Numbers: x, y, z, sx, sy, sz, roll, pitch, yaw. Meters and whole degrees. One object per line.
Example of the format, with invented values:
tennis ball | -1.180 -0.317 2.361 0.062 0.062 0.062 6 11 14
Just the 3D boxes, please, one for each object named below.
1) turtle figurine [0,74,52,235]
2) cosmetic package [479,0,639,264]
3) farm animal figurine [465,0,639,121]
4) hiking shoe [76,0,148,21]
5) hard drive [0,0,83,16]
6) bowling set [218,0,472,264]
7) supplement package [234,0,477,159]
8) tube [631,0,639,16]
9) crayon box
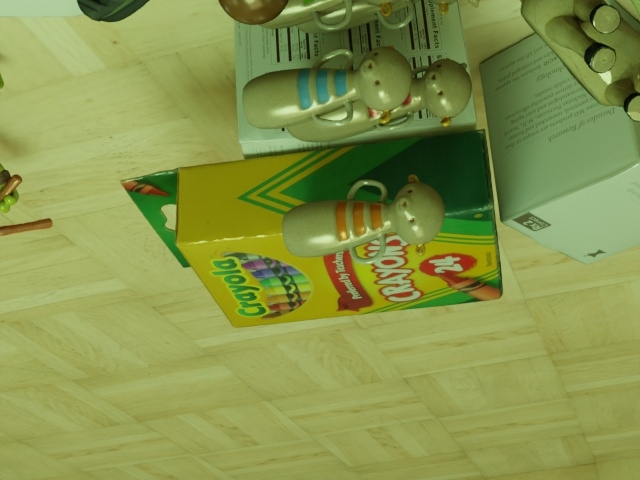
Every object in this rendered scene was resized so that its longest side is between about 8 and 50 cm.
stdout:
turtle figurine | -0.374 -0.101 1.103 0.270 0.087 0.217 17 140 -19
cosmetic package | 0.263 -0.099 1.080 0.151 0.183 0.151 -26 146 38
farm animal figurine | 0.139 -0.255 0.732 0.327 0.172 0.330 4 115 -14
hiking shoe | -0.078 -0.231 0.829 0.227 0.086 0.114 -39 149 15
hard drive | -0.279 -0.275 0.743 0.233 0.047 0.353 -1 153 -8
bowling set | 0.024 -0.139 0.846 0.154 0.287 0.200 -8 157 18
supplement package | 0.034 -0.113 1.058 0.203 0.149 0.194 -5 154 2
tube | 0.327 -0.176 0.981 0.062 0.070 0.240 -44 119 -2
crayon box | 0.000 0.000 1.025 0.319 0.081 0.202 -7 154 9
